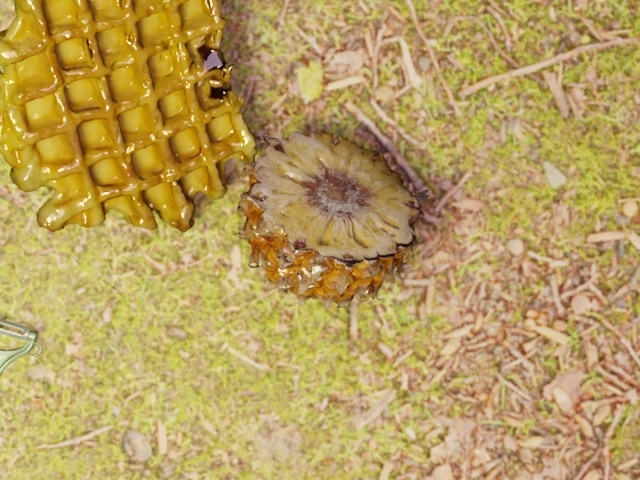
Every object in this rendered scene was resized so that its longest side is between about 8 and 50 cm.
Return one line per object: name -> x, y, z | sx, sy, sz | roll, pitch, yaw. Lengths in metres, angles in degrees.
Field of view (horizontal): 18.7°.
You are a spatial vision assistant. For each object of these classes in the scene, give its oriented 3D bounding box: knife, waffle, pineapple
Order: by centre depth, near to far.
waffle -> -0.166, -0.142, 1.736 | 0.283, 0.065, 0.309 | 24, 104, -31
pineapple -> -0.002, 0.002, 1.788 | 0.176, 0.137, 0.161 | 13, 48, -11
knife -> -0.316, 0.154, 1.808 | 0.078, 0.022, 0.166 | 17, 90, 1
